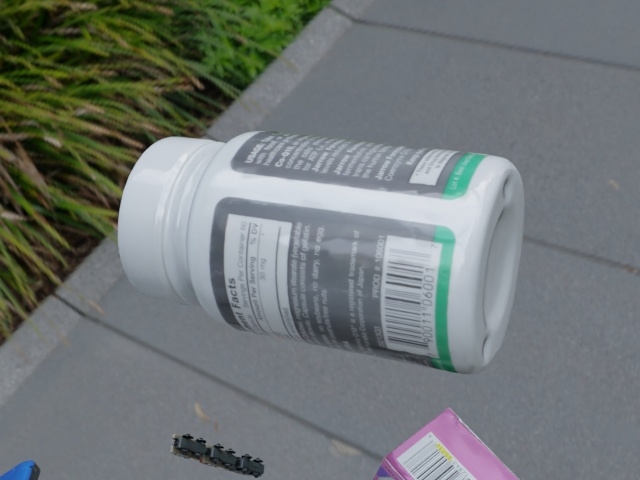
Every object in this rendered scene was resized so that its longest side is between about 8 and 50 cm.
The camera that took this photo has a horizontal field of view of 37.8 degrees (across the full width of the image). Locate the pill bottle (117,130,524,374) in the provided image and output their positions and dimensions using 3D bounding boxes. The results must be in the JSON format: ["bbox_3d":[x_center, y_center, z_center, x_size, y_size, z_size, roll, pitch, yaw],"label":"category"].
[{"bbox_3d":[0.000,0.000,0.911,0.360,0.204,0.204,9,51,22],"label":"pill bottle"}]

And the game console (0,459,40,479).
[{"bbox_3d":[-0.422,0.452,1.138,0.250,0.173,0.293,-34,17,0],"label":"game console"}]

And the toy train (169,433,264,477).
[{"bbox_3d":[-0.133,0.272,1.180,0.036,0.158,0.027,-13,58,38],"label":"toy train"}]

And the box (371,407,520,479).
[{"bbox_3d":[0.155,0.364,1.123,0.117,0.243,0.213,-29,63,-33],"label":"box"}]
